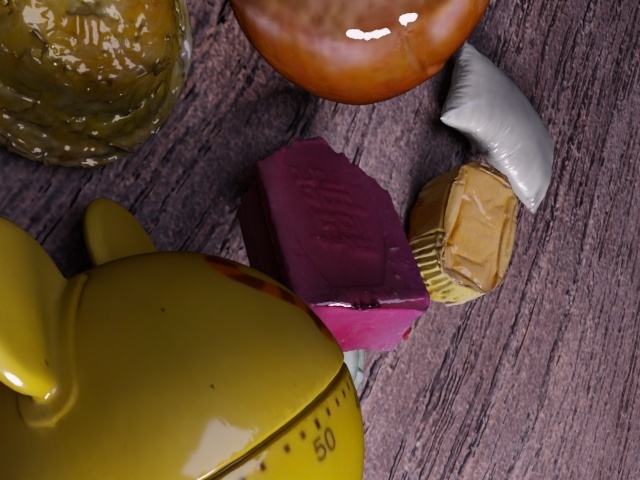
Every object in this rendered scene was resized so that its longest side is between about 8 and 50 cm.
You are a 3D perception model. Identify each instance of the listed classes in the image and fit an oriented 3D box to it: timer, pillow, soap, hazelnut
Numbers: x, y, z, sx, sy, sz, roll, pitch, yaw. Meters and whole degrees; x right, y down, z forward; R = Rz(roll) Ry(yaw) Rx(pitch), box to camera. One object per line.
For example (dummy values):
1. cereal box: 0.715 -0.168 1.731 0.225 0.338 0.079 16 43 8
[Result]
1. timer: -0.152 0.141 0.691 0.376 0.376 0.387 -32 94 -36
2. pillow: 0.269 -0.167 1.205 0.254 0.078 0.144 40 64 -31
3. soap: 0.000 0.000 0.897 0.162 0.099 0.250 -3 50 -21
4. hazelnut: 0.056 -0.327 0.912 0.372 0.315 0.372 -47 147 -43

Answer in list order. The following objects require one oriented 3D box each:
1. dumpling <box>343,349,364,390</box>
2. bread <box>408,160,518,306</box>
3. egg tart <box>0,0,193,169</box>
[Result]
1. dumpling: -0.005 0.133 0.961 0.149 0.104 0.217 64 25 -72
2. bread: 0.192 -0.008 1.115 0.132 0.114 0.191 28 61 -25
3. egg tart: -0.233 -0.218 0.773 0.294 0.116 0.295 3 86 -37
